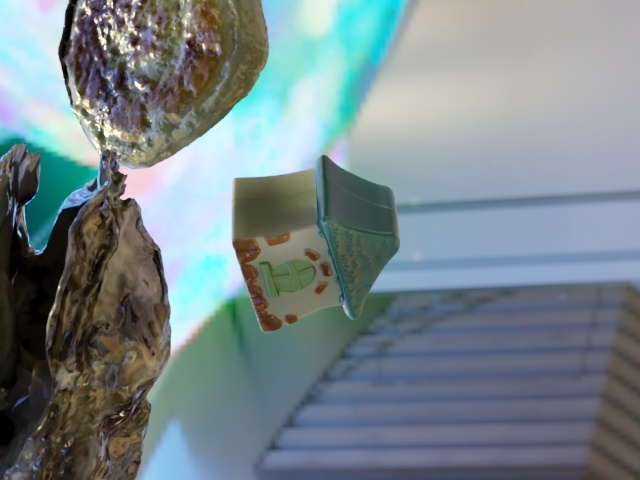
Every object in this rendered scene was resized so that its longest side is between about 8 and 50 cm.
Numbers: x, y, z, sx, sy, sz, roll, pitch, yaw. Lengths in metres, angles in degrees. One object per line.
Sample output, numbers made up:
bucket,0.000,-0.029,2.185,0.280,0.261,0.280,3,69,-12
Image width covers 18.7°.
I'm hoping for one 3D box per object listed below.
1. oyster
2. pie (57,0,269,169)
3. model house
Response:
oyster,-0.155,0.095,1.123,0.162,0.158,0.351,-47,-34,-46
pie,-0.149,-0.176,1.772,0.054,0.240,0.241,11,-103,-52
model house,0.000,0.000,1.798,0.100,0.149,0.127,-96,-9,-50
